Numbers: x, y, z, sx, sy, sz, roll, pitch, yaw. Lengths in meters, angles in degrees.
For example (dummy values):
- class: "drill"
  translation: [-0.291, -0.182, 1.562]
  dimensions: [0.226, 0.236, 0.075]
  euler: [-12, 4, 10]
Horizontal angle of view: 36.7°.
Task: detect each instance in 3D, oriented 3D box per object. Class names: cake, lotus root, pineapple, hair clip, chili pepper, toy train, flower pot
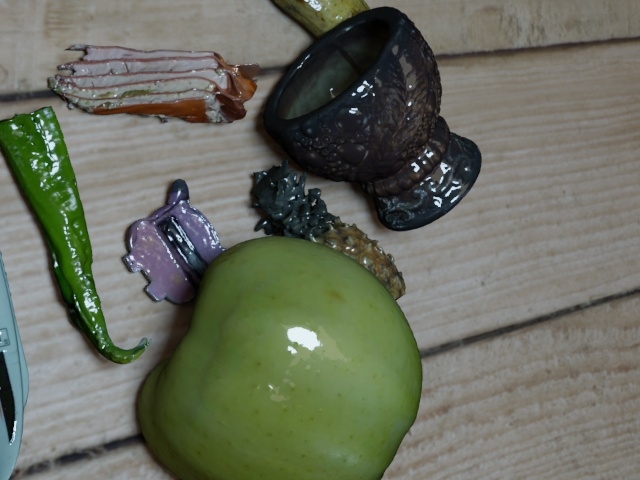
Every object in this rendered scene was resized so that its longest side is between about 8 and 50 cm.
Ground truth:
- class: "cake"
  translation: [-0.233, -0.214, 1.358]
  dimensions: [0.288, 0.135, 0.098]
  euler: [4, 83, -11]
- class: "lotus root"
  translation: [0.015, -0.371, 1.527]
  dimensions: [0.258, 0.097, 0.110]
  euler: [36, 61, -25]
- class: "pineapple"
  translation: [0.000, 0.000, 1.414]
  dimensions: [0.158, 0.158, 0.278]
  euler: [-38, 97, -31]
- class: "hair clip"
  translation: [-0.191, 0.026, 1.355]
  dimensions: [0.146, 0.056, 0.187]
  euler: [-42, 94, -29]
- class: "chili pepper"
  translation: [-0.324, -0.003, 1.260]
  dimensions: [0.085, 0.076, 0.358]
  euler: [-23, 89, -13]
- class: "toy train"
  translation: [-0.418, 0.108, 1.178]
  dimensions: [0.088, 0.086, 0.406]
  euler: [-12, 87, -38]
- class: "flower pot"
  translation: [0.094, -0.167, 1.447]
  dimensions: [0.267, 0.267, 0.266]
  euler: [45, 61, -27]

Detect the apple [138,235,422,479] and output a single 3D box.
- class: "apple"
  translation: [-0.032, 0.195, 1.300]
  dimensions: [0.360, 0.320, 0.311]
  euler: [27, 48, -16]
